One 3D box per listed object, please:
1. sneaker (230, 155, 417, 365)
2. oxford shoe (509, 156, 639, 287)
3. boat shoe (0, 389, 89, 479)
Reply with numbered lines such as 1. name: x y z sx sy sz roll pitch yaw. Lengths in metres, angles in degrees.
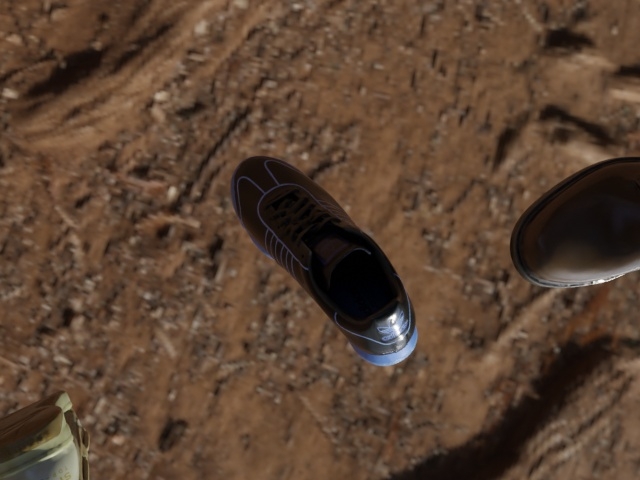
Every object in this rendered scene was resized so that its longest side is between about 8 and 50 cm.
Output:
1. sneaker: 0.000 0.000 1.141 0.081 0.232 0.090 -38 155 -11
2. oxford shoe: 0.241 -0.022 0.944 0.227 0.096 0.082 -18 97 -10
3. boat shoe: -0.130 0.101 0.624 0.056 0.153 0.048 -26 93 -16
